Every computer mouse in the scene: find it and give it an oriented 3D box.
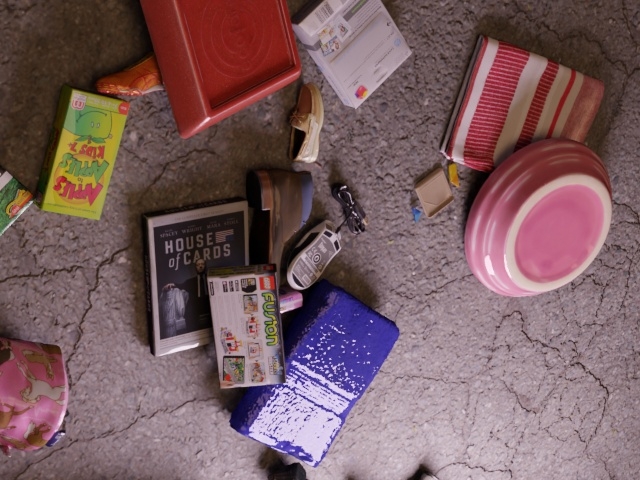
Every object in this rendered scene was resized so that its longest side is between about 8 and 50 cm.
[{"bbox_3d":[0.000,0.000,1.853,0.193,0.042,0.106,-48,130,-16],"label":"computer mouse"}]

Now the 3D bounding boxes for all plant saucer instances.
[{"bbox_3d":[-0.134,-0.315,1.613,0.259,0.048,0.258,-33,122,-35],"label":"plant saucer"},{"bbox_3d":[0.434,-0.029,2.062,0.332,0.084,0.332,-14,123,-23],"label":"plant saucer"}]

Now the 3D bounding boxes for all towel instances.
[{"bbox_3d":[-0.011,0.234,1.912,0.228,0.076,0.308,35,87,-40],"label":"towel"},{"bbox_3d":[0.387,-0.229,2.024,0.329,0.037,0.237,13,99,-35],"label":"towel"}]

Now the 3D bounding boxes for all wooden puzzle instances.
[{"bbox_3d":[0.208,-0.088,1.973,0.116,0.014,0.078,-30,116,-21],"label":"wooden puzzle"}]

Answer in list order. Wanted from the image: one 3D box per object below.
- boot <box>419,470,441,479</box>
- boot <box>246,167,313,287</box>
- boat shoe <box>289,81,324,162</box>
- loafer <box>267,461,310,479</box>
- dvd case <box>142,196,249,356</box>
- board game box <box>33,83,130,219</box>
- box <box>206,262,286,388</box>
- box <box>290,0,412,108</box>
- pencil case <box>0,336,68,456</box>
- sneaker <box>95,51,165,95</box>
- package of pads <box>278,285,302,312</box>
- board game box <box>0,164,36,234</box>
[{"bbox_3d":[0.168,0.515,2.130,0.161,0.083,0.246,-50,131,-17],"label":"boot"},{"bbox_3d":[-0.058,-0.015,1.784,0.106,0.082,0.219,-11,110,-27],"label":"boot"},{"bbox_3d":[-0.027,-0.191,1.761,0.045,0.050,0.135,-11,112,-35],"label":"boat shoe"},{"bbox_3d":[-0.043,0.469,1.988,0.061,0.062,0.170,-13,128,14],"label":"loafer"},{"bbox_3d":[-0.198,0.058,1.752,0.179,0.029,0.238,-12,113,-30],"label":"dvd case"},{"bbox_3d":[-0.350,-0.128,1.579,0.092,0.043,0.181,10,101,-35],"label":"board game box"},{"bbox_3d":[-0.119,0.142,1.762,0.114,0.036,0.207,-4,113,-1],"label":"box"},{"bbox_3d":[0.052,-0.333,1.770,0.145,0.038,0.186,-46,124,-11],"label":"box"},{"bbox_3d":[-0.550,0.207,1.501,0.386,0.160,0.167,13,64,-35],"label":"pencil case"},{"bbox_3d":[-0.256,-0.250,1.593,0.175,0.064,0.067,-19,108,-37],"label":"sneaker"},{"bbox_3d":[-0.077,0.104,1.832,0.083,0.050,0.032,-16,110,-28],"label":"package of pads"},{"bbox_3d":[-0.537,-0.011,1.510,0.259,0.030,0.136,-49,127,-9],"label":"board game box"}]
